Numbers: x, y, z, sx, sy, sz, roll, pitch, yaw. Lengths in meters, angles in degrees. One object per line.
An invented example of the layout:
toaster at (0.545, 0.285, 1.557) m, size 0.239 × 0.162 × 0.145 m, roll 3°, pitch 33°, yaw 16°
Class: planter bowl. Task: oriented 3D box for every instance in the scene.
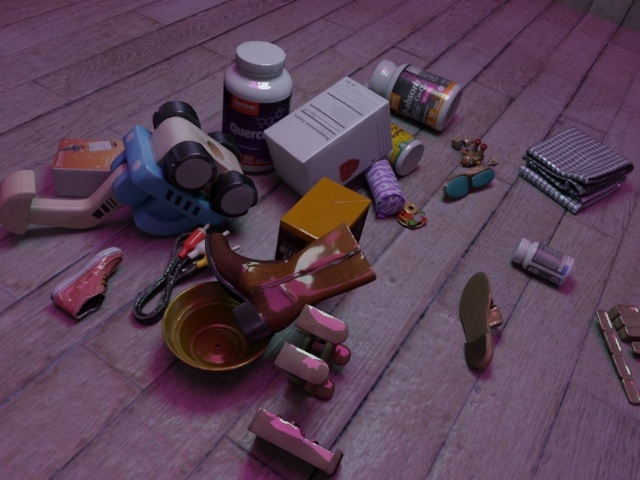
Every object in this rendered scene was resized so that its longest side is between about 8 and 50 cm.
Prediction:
planter bowl at (-0.204, 0.191, 1.156) m, size 0.217 × 0.090 × 0.217 m, roll 5°, pitch 44°, yaw -5°

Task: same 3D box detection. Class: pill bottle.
pill bottle at (0.193, -0.292, 1.710) m, size 0.117 × 0.117 × 0.208 m, roll -31°, pitch 58°, yaw -35°
pill bottle at (0.565, 0.051, 1.469) m, size 0.137 × 0.078 × 0.078 m, roll 27°, pitch 46°, yaw 15°
pill bottle at (-0.172, -0.355, 1.549) m, size 0.181 × 0.323 × 0.181 m, roll 6°, pitch 44°, yaw -6°
pill bottle at (0.310, -0.485, 1.898) m, size 0.278 × 0.162 × 0.162 m, roll 27°, pitch 46°, yaw 16°

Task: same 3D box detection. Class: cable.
cable at (-0.320, 0.058, 1.278) m, size 0.139 × 0.072 × 0.287 m, roll 33°, pitch 48°, yaw 18°

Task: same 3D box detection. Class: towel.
towel at (0.785, -0.231, 1.771) m, size 0.283 × 0.121 × 0.235 m, roll -22°, pitch 53°, yaw -30°

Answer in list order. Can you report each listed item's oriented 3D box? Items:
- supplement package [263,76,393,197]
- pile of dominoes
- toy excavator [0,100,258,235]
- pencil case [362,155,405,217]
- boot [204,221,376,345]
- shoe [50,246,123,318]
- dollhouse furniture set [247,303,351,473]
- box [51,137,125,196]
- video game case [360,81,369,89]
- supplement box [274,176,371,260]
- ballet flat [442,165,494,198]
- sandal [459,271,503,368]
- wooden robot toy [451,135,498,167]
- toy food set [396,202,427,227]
supplement package at (0.027, -0.266, 1.542) m, size 0.293 × 0.177 × 0.175 m, roll -38°, pitch 55°, yaw -16°
pile of dominoes at (0.753, 0.265, 1.339) m, size 0.196 × 0.040 × 0.251 m, roll 4°, pitch 53°, yaw -9°
toy excavator at (-0.437, -0.113, 1.340) m, size 0.433 × 0.445 × 0.222 m, roll 34°, pitch 22°, yaw -47°
pencil case at (0.169, -0.155, 1.590) m, size 0.086 × 0.088 × 0.206 m, roll 16°, pitch 40°, yaw -27°
boot at (-0.068, 0.033, 1.136) m, size 0.280 × 0.096 × 0.264 m, roll -30°, pitch 54°, yaw -5°
shoe at (-0.474, 0.091, 1.225) m, size 0.081 × 0.063 × 0.178 m, roll 33°, pitch 53°, yaw 18°
dollhouse furniture set at (0.004, 0.271, 1.042) m, size 0.161 × 0.212 × 0.242 m, roll 24°, pitch 71°, yaw 13°
box at (-0.572, -0.183, 1.457) m, size 0.170 × 0.091 × 0.130 m, roll 1°, pitch 45°, yaw -12°
video game case at (0.054, -0.409, 1.796) m, size 0.183 × 0.023 × 0.201 m, roll -14°, pitch 37°, yaw 26°
supplement box at (0.000, 0.000, 1.317) m, size 0.129 × 0.194 × 0.191 m, roll 28°, pitch 46°, yaw 15°
ballet flat at (0.418, -0.171, 1.685) m, size 0.206 × 0.073 × 0.067 m, roll -17°, pitch 24°, yaw -30°
sandal at (0.376, 0.190, 1.309) m, size 0.079 × 0.088 × 0.240 m, roll 33°, pitch 46°, yaw -24°
wooden robot toy at (0.462, -0.268, 1.780) m, size 0.079 × 0.076 × 0.173 m, roll -31°, pitch 57°, yaw -22°
toy food set at (0.247, -0.065, 1.561) m, size 0.083 × 0.020 × 0.082 m, roll -30°, pitch 58°, yaw -35°
